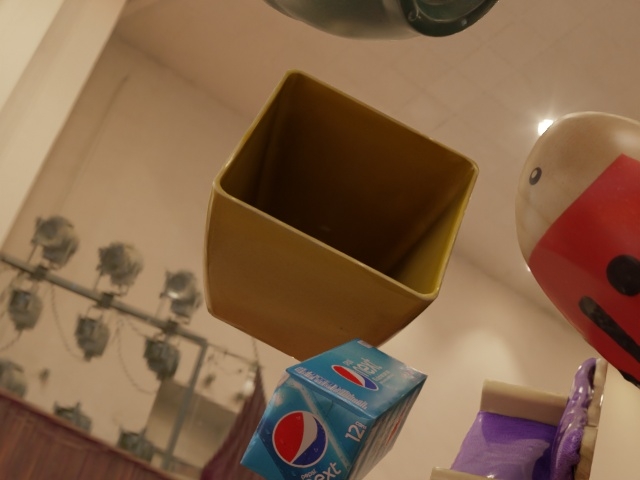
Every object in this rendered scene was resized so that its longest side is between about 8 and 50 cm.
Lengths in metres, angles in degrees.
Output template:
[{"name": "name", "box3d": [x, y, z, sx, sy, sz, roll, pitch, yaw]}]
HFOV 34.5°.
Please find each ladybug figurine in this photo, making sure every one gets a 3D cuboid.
[{"name": "ladybug figurine", "box3d": [0.376, 0.055, 1.103, 0.449, 0.162, 0.305, 44, -18, 21]}]

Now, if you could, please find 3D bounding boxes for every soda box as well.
[{"name": "soda box", "box3d": [0.017, 0.124, 0.733, 0.067, 0.071, 0.210, 27, 7, 14]}]

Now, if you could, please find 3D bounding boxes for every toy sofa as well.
[{"name": "toy sofa", "box3d": [0.221, 0.234, 1.124, 0.150, 0.362, 0.177, 8, -81, 16]}]

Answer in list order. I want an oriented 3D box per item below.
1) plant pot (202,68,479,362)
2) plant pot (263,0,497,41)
[{"name": "plant pot", "box3d": [0.000, 0.000, 0.993, 0.212, 0.212, 0.187, 28, -48, -1]}, {"name": "plant pot", "box3d": [0.084, -0.323, 1.045, 0.196, 0.293, 0.293, 43, -20, 37]}]
